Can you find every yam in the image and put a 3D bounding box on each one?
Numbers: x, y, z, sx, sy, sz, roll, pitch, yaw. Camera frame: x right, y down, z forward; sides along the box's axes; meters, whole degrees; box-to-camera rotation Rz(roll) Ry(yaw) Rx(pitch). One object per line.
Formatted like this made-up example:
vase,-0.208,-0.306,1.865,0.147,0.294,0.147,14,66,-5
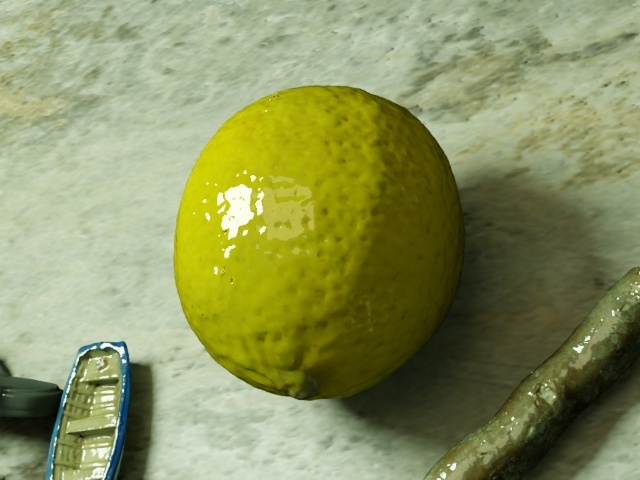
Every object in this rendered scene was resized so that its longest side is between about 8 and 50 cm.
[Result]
yam,0.187,0.125,1.294,0.253,0.061,0.061,-45,51,-2

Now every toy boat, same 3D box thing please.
toy boat,-0.209,0.200,1.465,0.080,0.046,0.228,-9,58,22

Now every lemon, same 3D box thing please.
lemon,-0.001,0.000,1.353,0.267,0.267,0.267,-13,56,20

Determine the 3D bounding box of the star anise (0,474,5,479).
star anise,-0.371,0.228,1.459,0.230,0.081,0.262,36,107,35

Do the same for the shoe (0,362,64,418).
shoe,-0.352,0.112,1.547,0.241,0.108,0.093,8,92,24
